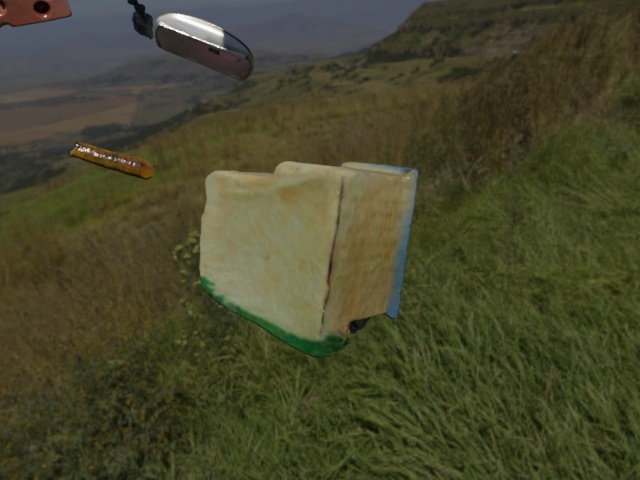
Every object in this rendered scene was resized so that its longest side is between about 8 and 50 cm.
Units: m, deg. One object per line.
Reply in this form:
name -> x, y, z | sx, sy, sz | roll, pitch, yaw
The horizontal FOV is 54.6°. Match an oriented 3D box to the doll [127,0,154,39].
doll -> -0.580, -0.716, 2.018 | 0.070, 0.096, 0.195 | -35, -7, -12

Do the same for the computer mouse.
computer mouse -> -0.271, -0.458, 1.463 | 0.245, 0.056, 0.126 | 21, -23, -5

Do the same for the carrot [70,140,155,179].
carrot -> -0.671, -0.260, 2.008 | 0.260, 0.070, 0.070 | 16, 12, -20

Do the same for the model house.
model house -> 0.000, 0.000, 1.242 | 0.382, 0.334, 0.343 | 15, 13, 40

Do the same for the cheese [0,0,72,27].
cheese -> -0.772, -0.666, 1.599 | 0.203, 0.177, 0.128 | -15, 43, -14
